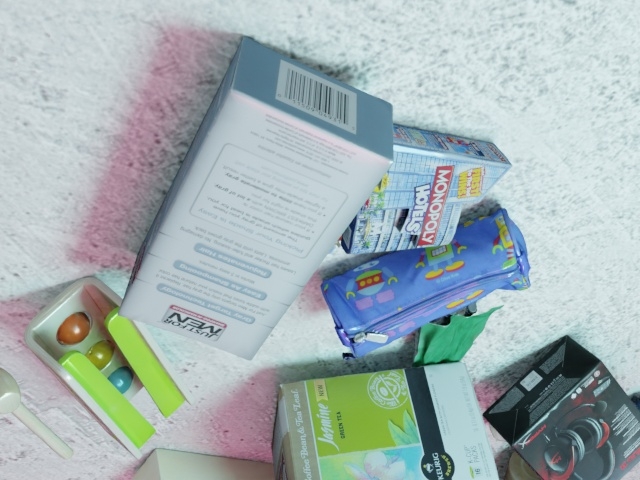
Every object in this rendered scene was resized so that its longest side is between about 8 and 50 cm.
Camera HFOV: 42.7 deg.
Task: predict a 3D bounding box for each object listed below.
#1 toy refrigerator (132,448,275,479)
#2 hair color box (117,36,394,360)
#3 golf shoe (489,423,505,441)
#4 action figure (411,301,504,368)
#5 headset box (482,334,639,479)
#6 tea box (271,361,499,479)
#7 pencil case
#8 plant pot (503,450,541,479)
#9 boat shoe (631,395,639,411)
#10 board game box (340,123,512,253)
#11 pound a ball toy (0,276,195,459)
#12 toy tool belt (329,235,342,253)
[{"bbox_3d":[-0.214,0.474,1.571,0.270,0.094,0.102,18,124,-34],"label":"toy refrigerator"},{"bbox_3d":[-0.085,-0.029,0.960,0.185,0.113,0.374,22,130,-16],"label":"hair color box"},{"bbox_3d":[0.480,0.378,1.672,0.306,0.115,0.140,19,139,-24],"label":"golf shoe"},{"bbox_3d":[0.201,0.165,1.352,0.137,0.063,0.232,-5,147,-14],"label":"action figure"},{"bbox_3d":[0.473,0.353,1.509,0.218,0.110,0.293,-42,119,-1],"label":"headset box"},{"bbox_3d":[0.089,0.387,1.422,0.324,0.220,0.329,-6,149,-11],"label":"tea box"},{"bbox_3d":[0.149,0.064,1.162,0.306,0.133,0.119,-23,120,9],"label":"pencil case"},{"bbox_3d":[0.499,0.568,1.815,0.263,0.263,0.229,-15,123,1],"label":"plant pot"},{"bbox_3d":[0.677,0.427,1.783,0.089,0.109,0.258,-13,139,3],"label":"boat shoe"},{"bbox_3d":[0.136,-0.062,1.042,0.194,0.060,0.194,-5,129,-15],"label":"board game box"},{"bbox_3d":[-0.331,0.193,1.134,0.208,0.136,0.319,-45,146,-20],"label":"pound a ball toy"},{"bbox_3d":[0.000,0.000,1.100,0.083,0.051,0.052,9,135,-27],"label":"toy tool belt"}]
